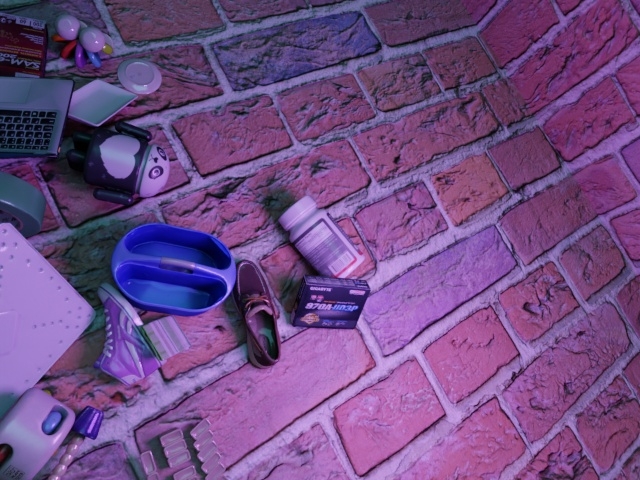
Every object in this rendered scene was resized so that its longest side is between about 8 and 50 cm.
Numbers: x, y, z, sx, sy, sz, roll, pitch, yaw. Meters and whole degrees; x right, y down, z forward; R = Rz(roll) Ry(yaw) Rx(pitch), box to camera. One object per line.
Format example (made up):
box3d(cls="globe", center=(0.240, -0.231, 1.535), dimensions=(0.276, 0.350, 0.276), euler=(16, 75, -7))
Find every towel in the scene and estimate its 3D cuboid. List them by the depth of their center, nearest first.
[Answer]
box3d(cls="towel", center=(-0.430, 0.271, 1.391), dimensions=(0.023, 0.152, 0.113), euler=(-36, 83, 14))

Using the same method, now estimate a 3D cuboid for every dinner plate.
box3d(cls="dinner plate", center=(-0.609, -0.558, 1.687), dimensions=(0.141, 0.017, 0.141), euler=(7, 69, -19))

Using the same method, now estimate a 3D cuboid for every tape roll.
box3d(cls="tape roll", center=(-0.858, -0.092, 1.226), dimensions=(0.321, 0.321, 0.077), euler=(8, 69, -20))

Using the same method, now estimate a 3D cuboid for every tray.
box3d(cls="tray", center=(-0.683, -0.416, 1.529), dimensions=(0.145, 0.030, 0.270), euler=(21, 35, -4))

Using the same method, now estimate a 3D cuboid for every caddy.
box3d(cls="caddy", center=(-0.418, 0.085, 1.433), dimensions=(0.341, 0.179, 0.242), euler=(12, 67, -19))

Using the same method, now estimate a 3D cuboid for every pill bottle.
box3d(cls="pill bottle", center=(0.000, 0.000, 1.654), dimensions=(0.161, 0.161, 0.283), euler=(-39, 88, -30))

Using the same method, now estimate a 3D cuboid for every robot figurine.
box3d(cls="robot figurine", center=(-0.590, -0.230, 1.478), dimensions=(0.278, 0.174, 0.209), euler=(15, 109, -17))

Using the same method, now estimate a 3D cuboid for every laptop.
box3d(cls="laptop", center=(-0.879, -0.319, 1.241), dimensions=(0.381, 0.236, 0.408), euler=(2, 66, -5))

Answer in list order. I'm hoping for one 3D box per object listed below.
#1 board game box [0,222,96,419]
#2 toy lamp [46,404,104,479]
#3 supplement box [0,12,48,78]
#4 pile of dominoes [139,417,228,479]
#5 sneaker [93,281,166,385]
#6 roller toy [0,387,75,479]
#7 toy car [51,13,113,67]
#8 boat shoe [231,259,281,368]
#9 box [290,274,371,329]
box3d(cls="board game box", center=(-0.766, 0.211, 1.153), dimensions=(0.050, 0.390, 0.390), euler=(19, 57, 27))
box3d(cls="toy lamp", center=(-0.628, 0.544, 1.226), dimensions=(0.080, 0.080, 0.275), euler=(29, 61, -11))
box3d(cls="supplement box", center=(-0.913, -0.564, 1.525), dimensions=(0.130, 0.073, 0.240), euler=(2, 71, -23))
box3d(cls="pile of dominoes", center=(-0.358, 0.631, 1.347), dimensions=(0.195, 0.040, 0.251), euler=(-18, 87, -28))
box3d(cls="sneaker", center=(-0.560, 0.259, 1.352), dimensions=(0.161, 0.102, 0.282), euler=(-33, 86, -26))
box3d(cls="roller toy", center=(-0.681, 0.460, 1.164), dimensions=(0.146, 0.191, 0.209), euler=(42, 60, -16))
box3d(cls="toy car", center=(-0.759, -0.620, 1.587), dimensions=(0.181, 0.159, 0.136), euler=(25, 97, -13))
box3d(cls="boat shoe", center=(-0.186, 0.212, 1.515), dimensions=(0.123, 0.123, 0.342), euler=(-6, 73, -25))
box3d(cls="box", center=(0.030, 0.200, 1.589), dimensions=(0.220, 0.175, 0.051), euler=(7, 31, -21))
